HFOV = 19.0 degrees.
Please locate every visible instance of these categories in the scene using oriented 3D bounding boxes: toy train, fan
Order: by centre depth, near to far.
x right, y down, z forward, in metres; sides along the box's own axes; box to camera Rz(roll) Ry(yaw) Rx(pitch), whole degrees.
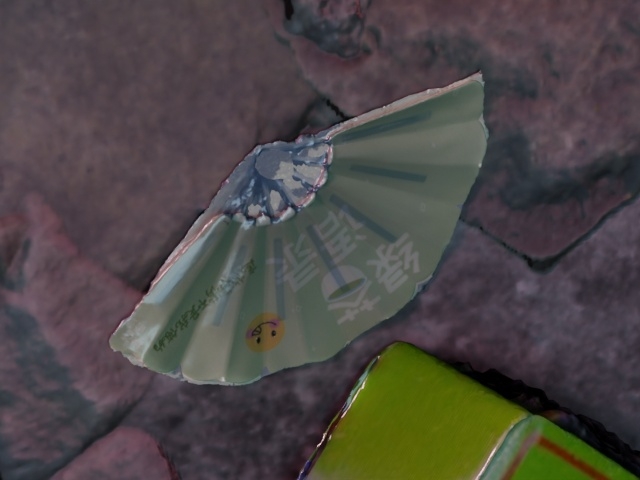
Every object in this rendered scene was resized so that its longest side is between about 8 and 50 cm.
[{"bbox_3d":[0.000,0.000,0.992,0.240,0.009,0.131,-37,122,-7],"label":"fan"},{"bbox_3d":[0.104,0.217,1.039,0.307,0.173,0.249,34,85,-30],"label":"toy train"}]
